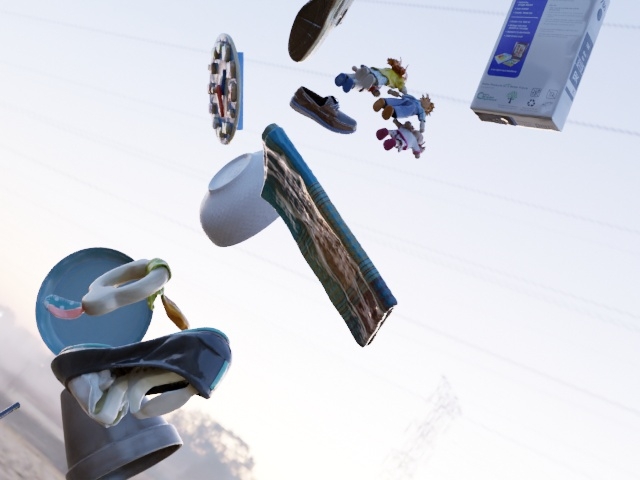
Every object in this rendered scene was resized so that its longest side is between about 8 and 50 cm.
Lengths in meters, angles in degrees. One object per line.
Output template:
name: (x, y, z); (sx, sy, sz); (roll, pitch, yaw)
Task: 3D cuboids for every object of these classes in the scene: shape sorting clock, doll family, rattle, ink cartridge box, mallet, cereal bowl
shape sorting clock: (-0.184, -0.283, 1.460); (0.206, 0.040, 0.206); (17, -71, 63)
doll family: (0.167, -0.308, 1.685); (0.118, 0.163, 0.263); (-46, -110, 36)
rattle: (-0.316, 0.117, 1.213); (0.130, 0.199, 0.143); (21, -50, 32)
ink cartridge box: (0.404, -0.361, 1.395); (0.165, 0.333, 0.065); (17, -9, 39)
mallet: (-0.731, 0.399, 1.692); (0.039, 0.189, 0.062); (39, -49, 11)
cereal bowl: (-0.214, -0.146, 2.199); (0.141, 0.339, 0.339); (52, -23, -24)

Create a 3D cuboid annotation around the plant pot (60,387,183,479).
plant pot: (-0.591, 0.521, 2.184); (0.280, 0.323, 0.323); (61, -15, 17)

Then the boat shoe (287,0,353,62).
boat shoe: (0.023, -0.573, 1.948); (0.098, 0.302, 0.109); (3, 37, -46)

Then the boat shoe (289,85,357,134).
boat shoe: (0.015, -0.323, 1.928); (0.183, 0.066, 0.066); (22, -50, -12)

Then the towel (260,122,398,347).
towel: (0.000, 0.000, 1.352); (0.370, 0.040, 0.271); (57, -16, 16)

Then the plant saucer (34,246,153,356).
plant saucer: (-0.590, 0.176, 2.051); (0.317, 0.318, 0.044); (37, -8, 9)

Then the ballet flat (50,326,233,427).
ballet flat: (-0.234, 0.168, 0.941); (0.280, 0.096, 0.095); (-14, -43, 29)
